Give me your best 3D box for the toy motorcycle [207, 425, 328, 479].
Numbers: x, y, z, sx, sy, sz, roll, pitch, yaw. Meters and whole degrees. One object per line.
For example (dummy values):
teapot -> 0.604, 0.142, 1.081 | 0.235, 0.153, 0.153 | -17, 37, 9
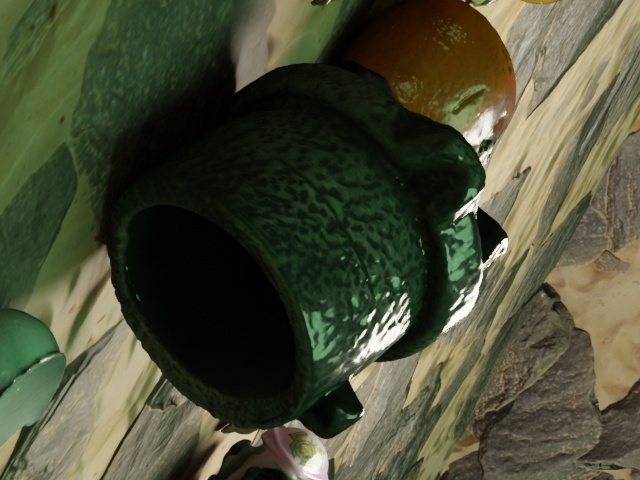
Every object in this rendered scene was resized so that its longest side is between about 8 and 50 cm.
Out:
toy motorcycle -> -0.073, 0.319, 2.088 | 0.188, 0.143, 0.327 | -44, 175, -8

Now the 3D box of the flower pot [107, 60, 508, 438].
flower pot -> 0.006, -0.007, 1.417 | 0.283, 0.299, 0.299 | -35, 154, -39

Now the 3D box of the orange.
orange -> 0.104, -0.139, 1.695 | 0.224, 0.170, 0.224 | -53, 164, -22

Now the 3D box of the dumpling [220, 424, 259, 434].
dumpling -> -0.087, 0.215, 2.057 | 0.077, 0.043, 0.059 | -58, -173, -9

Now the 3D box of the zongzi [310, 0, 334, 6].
zongzi -> 0.095, -0.261, 1.536 | 0.197, 0.099, 0.194 | -51, 141, 6

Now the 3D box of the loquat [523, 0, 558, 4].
loquat -> 0.251, -0.331, 1.836 | 0.141, 0.141, 0.141 | -51, 163, -22

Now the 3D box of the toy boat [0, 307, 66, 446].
toy boat -> -0.266, 0.115, 1.288 | 0.134, 0.079, 0.208 | -41, 170, -25

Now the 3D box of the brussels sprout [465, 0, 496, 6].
brussels sprout -> 0.178, -0.323, 1.701 | 0.139, 0.100, 0.181 | -65, 151, -43
